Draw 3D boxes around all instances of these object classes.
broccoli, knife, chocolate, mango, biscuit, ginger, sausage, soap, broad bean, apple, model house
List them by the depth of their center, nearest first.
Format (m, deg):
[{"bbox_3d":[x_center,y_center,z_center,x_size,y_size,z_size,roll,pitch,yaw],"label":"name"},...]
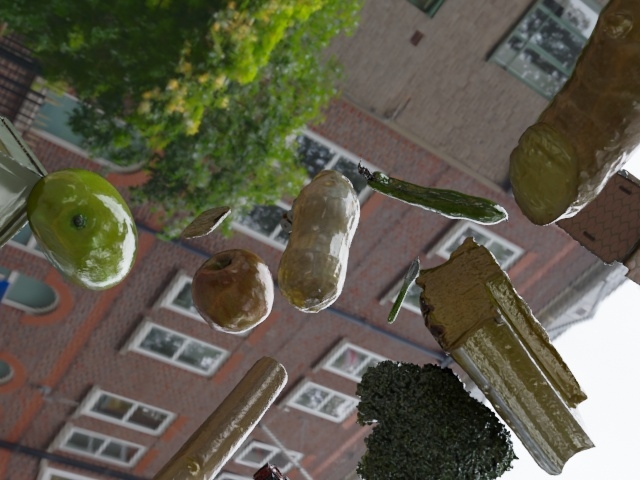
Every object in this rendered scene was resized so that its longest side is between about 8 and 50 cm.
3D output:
[{"bbox_3d":[0.339,-0.162,0.807,0.354,0.190,0.126,-57,-133,30],"label":"ginger"},{"bbox_3d":[-0.137,0.264,0.930,0.066,0.066,0.301,-41,-179,40],"label":"sausage"},{"bbox_3d":[0.276,0.170,1.041,0.143,0.281,0.259,-32,-159,13],"label":"soap"},{"bbox_3d":[-0.388,-0.007,1.154,0.149,0.185,0.273,-43,158,-29],"label":"mango"},{"bbox_3d":[0.131,0.346,1.171,0.361,0.252,0.221,-38,-140,51],"label":"broccoli"},{"bbox_3d":[0.543,-0.025,1.173,0.326,0.244,0.169,42,-70,19],"label":"model house"},{"bbox_3d":[0.000,0.000,1.309,0.134,0.134,0.309,-33,-144,47],"label":"chocolate"},{"bbox_3d":[0.218,-0.086,1.362,0.098,0.318,0.055,118,-10,-83],"label":"broad bean"},{"bbox_3d":[-0.229,-0.038,1.398,0.071,0.018,0.147,-10,-157,20],"label":"biscuit"},{"bbox_3d":[0.201,0.118,1.640,0.022,0.026,0.184,-21,-144,61],"label":"knife"},{"bbox_3d":[-0.220,0.128,1.757,0.211,0.187,0.211,-20,-153,11],"label":"apple"}]

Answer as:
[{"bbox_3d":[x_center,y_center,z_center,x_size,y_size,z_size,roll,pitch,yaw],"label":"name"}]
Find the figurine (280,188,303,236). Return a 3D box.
[{"bbox_3d":[-0.001,-0.069,1.694,0.143,0.143,0.271,-47,177,32],"label":"figurine"}]

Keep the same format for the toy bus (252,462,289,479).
[{"bbox_3d":[-0.076,0.648,1.699,0.073,0.096,0.235,-41,-121,-13],"label":"toy bus"}]

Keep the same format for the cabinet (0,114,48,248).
[{"bbox_3d":[-0.710,-0.154,1.235,0.227,0.318,0.290,-46,-125,1],"label":"cabinet"}]
